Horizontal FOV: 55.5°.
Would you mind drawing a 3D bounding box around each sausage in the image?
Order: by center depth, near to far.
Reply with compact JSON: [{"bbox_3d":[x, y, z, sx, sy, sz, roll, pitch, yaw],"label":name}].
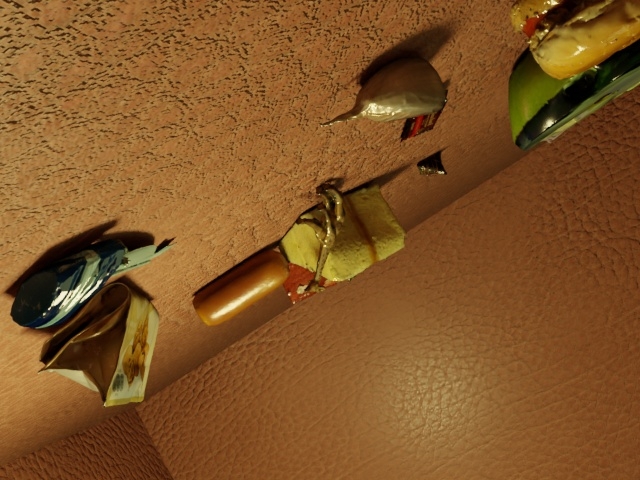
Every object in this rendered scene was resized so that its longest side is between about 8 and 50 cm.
[{"bbox_3d":[-0.204,0.123,1.574,0.274,0.105,0.105,-32,171,6],"label":"sausage"}]

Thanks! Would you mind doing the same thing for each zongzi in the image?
[{"bbox_3d":[0.318,-0.201,1.687,0.083,0.074,0.067,-33,153,2],"label":"zongzi"}]

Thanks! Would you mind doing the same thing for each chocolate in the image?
[{"bbox_3d":[0.200,-0.244,1.201,0.086,0.028,0.182,-24,170,-3],"label":"chocolate"}]

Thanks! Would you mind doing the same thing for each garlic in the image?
[{"bbox_3d":[0.105,-0.208,0.900,0.128,0.091,0.198,-23,-176,45],"label":"garlic"}]

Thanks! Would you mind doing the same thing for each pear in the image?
[{"bbox_3d":[0.541,-0.362,1.252,0.398,0.165,0.399,-31,171,-5],"label":"pear"}]

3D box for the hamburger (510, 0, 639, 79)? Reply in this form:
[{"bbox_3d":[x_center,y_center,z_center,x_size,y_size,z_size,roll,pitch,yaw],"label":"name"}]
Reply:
[{"bbox_3d":[0.403,-0.345,0.892,0.244,0.163,0.244,-33,171,-6],"label":"hamburger"}]

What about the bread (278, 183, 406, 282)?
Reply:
[{"bbox_3d":[0.053,0.006,1.581,0.263,0.199,0.236,-25,176,-30],"label":"bread"}]

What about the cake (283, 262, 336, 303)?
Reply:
[{"bbox_3d":[0.000,0.072,1.850,0.282,0.151,0.177,-22,171,-27],"label":"cake"}]

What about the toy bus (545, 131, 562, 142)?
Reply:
[{"bbox_3d":[0.651,-0.374,1.665,0.142,0.142,0.202,-33,172,-27],"label":"toy bus"}]

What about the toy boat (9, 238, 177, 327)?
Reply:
[{"bbox_3d":[-0.323,0.053,0.948,0.220,0.067,0.291,-37,173,25],"label":"toy boat"}]

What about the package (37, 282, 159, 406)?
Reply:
[{"bbox_3d":[-0.438,0.205,1.203,0.164,0.222,0.311,9,167,-4],"label":"package"}]

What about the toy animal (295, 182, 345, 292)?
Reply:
[{"bbox_3d":[0.005,-0.005,1.367,0.149,0.054,0.276,-45,148,-38],"label":"toy animal"}]
